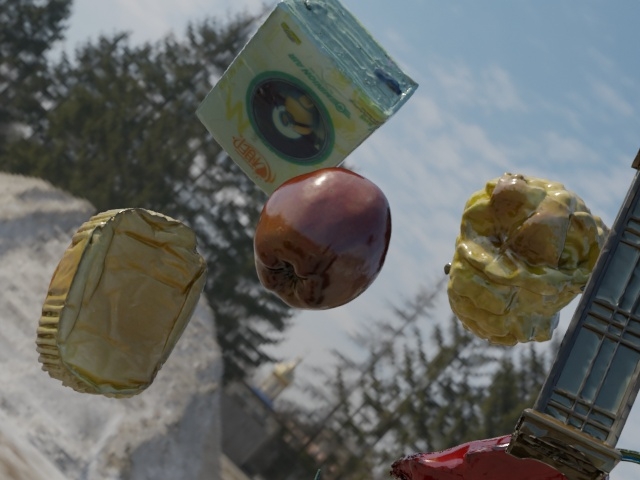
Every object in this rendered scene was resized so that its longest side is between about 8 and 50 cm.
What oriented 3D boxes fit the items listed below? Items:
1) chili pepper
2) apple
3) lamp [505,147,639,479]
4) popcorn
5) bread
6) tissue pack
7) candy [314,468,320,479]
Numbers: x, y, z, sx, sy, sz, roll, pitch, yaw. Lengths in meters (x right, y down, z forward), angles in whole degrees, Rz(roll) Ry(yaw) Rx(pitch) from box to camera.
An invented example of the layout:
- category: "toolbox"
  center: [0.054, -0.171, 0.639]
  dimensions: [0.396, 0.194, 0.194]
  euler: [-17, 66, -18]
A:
- category: "chili pepper"
  center: [0.284, 0.317, 1.567]
  dimensions: [0.110, 0.387, 0.110]
  euler: [-8, 90, -76]
- category: "apple"
  center: [0.000, 0.001, 1.756]
  dimensions: [0.234, 0.234, 0.234]
  euler: [43, -10, 9]
- category: "lamp"
  center: [0.269, 0.053, 0.983]
  dimensions: [0.089, 0.325, 0.090]
  euler: [25, -23, 12]
- category: "popcorn"
  center: [0.417, 0.041, 2.132]
  dimensions: [0.381, 0.349, 0.349]
  euler: [11, -22, 19]
- category: "bread"
  center: [-0.257, 0.078, 1.424]
  dimensions: [0.179, 0.250, 0.133]
  euler: [26, -17, -31]
- category: "tissue pack"
  center: [-0.037, -0.262, 2.073]
  dimensions: [0.287, 0.162, 0.388]
  euler: [48, -38, 0]
- category: "candy"
  center: [-0.024, 0.334, 1.368]
  dimensions: [0.035, 0.123, 0.035]
  euler: [19, -30, 17]
